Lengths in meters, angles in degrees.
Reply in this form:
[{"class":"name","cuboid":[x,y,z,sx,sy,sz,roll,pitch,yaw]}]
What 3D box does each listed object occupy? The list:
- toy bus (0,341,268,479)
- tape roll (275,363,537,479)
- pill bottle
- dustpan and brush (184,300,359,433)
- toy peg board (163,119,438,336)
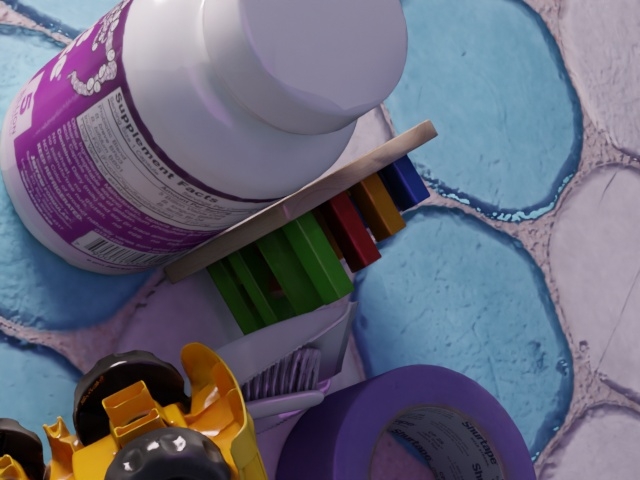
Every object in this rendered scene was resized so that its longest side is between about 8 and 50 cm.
[{"class":"toy bus","cuboid":[-0.126,0.202,1.134,0.220,0.149,0.211,-25,118,-8]},{"class":"tape roll","cuboid":[0.066,0.191,1.314,0.189,0.080,0.189,13,66,-32]},{"class":"pill bottle","cuboid":[-0.079,-0.092,1.170,0.169,0.301,0.169,13,67,-32]},{"class":"dustpan and brush","cuboid":[-0.071,0.118,1.237,0.211,0.147,0.060,-14,66,-12]},{"class":"toy peg board","cuboid":[0.000,0.000,1.283,0.161,0.161,0.079,-31,93,-39]}]
